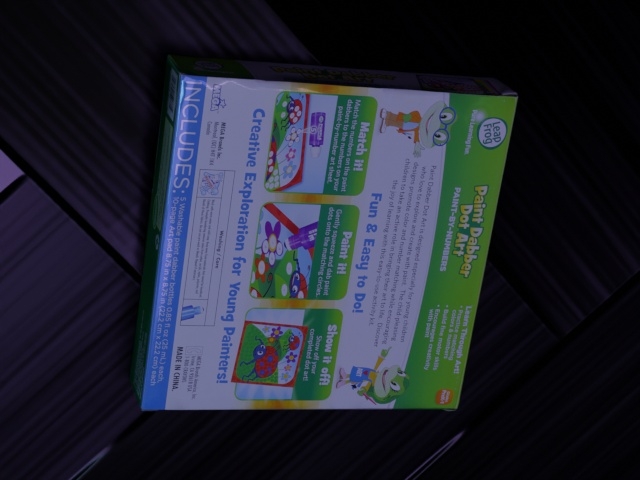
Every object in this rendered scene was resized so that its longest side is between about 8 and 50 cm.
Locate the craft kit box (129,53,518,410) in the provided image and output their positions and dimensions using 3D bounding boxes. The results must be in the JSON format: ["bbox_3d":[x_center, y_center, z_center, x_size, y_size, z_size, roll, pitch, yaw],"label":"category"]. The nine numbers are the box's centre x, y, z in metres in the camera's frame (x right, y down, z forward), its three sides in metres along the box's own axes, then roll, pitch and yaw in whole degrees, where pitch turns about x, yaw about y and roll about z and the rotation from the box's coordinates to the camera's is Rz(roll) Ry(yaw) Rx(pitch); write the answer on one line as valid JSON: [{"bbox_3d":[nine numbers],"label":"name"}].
[{"bbox_3d":[0.000,0.000,1.171,0.246,0.061,0.250,4,110,-17],"label":"craft kit box"}]
